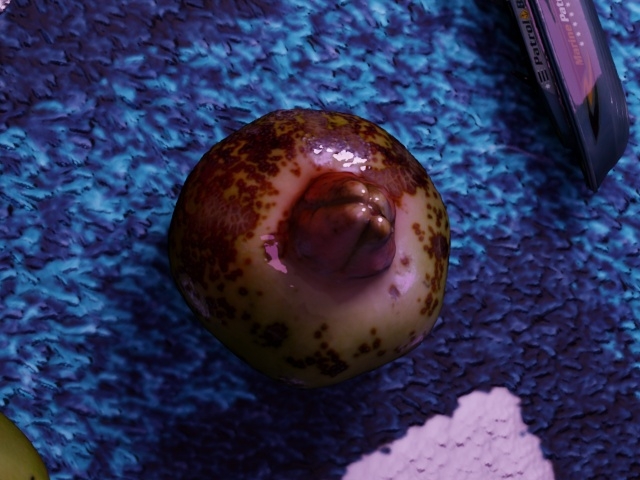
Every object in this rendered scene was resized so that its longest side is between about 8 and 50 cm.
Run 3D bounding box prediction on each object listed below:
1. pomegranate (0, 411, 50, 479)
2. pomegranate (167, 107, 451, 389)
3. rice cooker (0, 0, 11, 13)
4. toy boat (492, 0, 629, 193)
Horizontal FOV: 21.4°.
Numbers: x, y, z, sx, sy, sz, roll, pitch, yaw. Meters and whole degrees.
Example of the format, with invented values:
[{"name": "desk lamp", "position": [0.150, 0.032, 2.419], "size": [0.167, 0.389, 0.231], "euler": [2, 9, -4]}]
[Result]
[{"name": "pomegranate", "position": [-0.260, 0.217, 1.177], "size": [0.159, 0.190, 0.240], "euler": [-12, 89, -41]}, {"name": "pomegranate", "position": [0.000, 0.000, 1.226], "size": [0.214, 0.248, 0.214], "euler": [2, 82, -12]}, {"name": "rice cooker", "position": [-0.308, -0.270, 1.162], "size": [0.280, 0.227, 0.241], "euler": [37, 57, -18]}, {"name": "toy boat", "position": [0.185, -0.155, 1.369], "size": [0.103, 0.093, 0.246], "euler": [-19, 93, 4]}]
